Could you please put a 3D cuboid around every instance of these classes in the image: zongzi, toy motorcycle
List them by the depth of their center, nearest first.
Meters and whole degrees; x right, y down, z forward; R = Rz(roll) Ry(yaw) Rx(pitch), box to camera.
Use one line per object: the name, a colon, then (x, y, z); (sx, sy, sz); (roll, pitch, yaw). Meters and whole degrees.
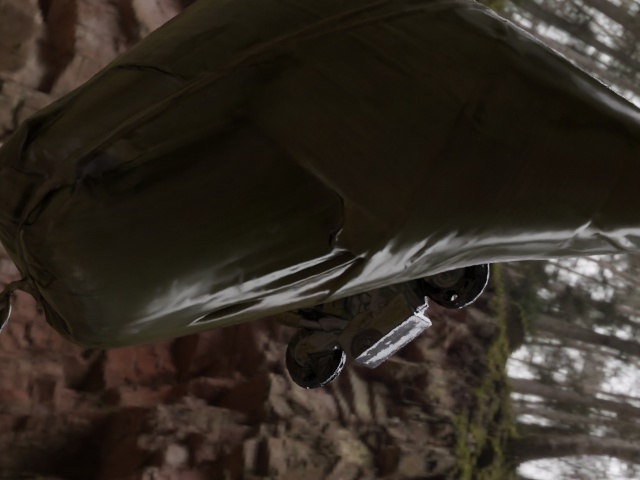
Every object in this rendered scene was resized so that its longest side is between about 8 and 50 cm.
zongzi: (0.000, 0.000, 0.620); (0.418, 0.447, 0.181); (32, -34, 23)
toy motorcycle: (0.046, 0.035, 1.018); (0.225, 0.073, 0.152); (-33, -124, 21)
